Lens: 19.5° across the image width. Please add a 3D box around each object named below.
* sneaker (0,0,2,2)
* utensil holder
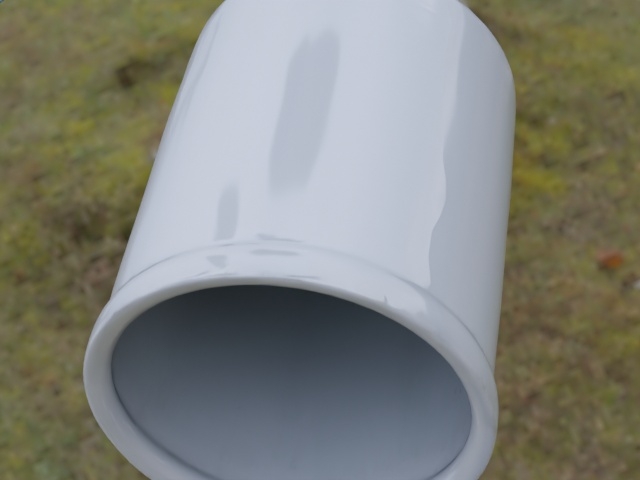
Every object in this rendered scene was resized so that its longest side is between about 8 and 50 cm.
[{"bbox_3d":[-0.281,-0.192,1.154,0.191,0.082,0.071,10,6,-25],"label":"sneaker"},{"bbox_3d":[0.000,0.000,1.577,0.328,0.327,0.385,-17,40,26],"label":"utensil holder"}]
